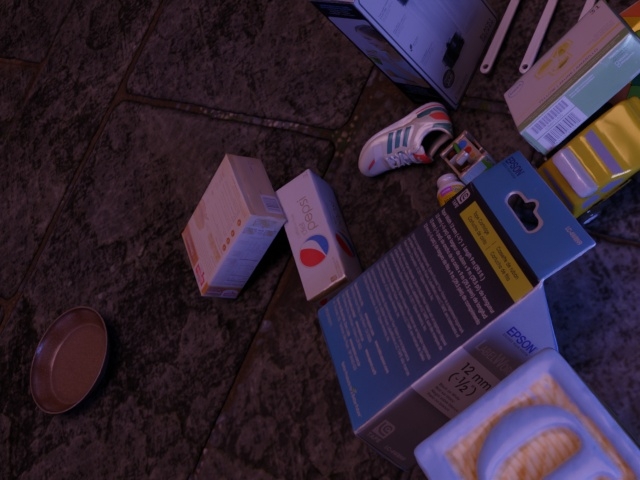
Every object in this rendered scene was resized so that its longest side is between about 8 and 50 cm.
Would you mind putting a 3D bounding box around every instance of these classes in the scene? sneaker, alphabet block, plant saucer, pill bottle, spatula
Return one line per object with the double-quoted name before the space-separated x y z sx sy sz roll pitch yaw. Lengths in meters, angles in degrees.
"sneaker" 0.127 -0.136 1.339 0.161 0.057 0.075 -34 45 16
"alphabet block" 0.250 0.261 0.932 0.192 0.197 0.193 -38 49 9
"plant saucer" -0.442 0.217 1.617 0.199 0.036 0.198 -18 57 31
"pill bottle" 0.189 -0.053 1.258 0.043 0.043 0.083 -32 52 21
"spatula" 0.333 -0.338 1.313 0.168 0.019 0.242 18 81 36

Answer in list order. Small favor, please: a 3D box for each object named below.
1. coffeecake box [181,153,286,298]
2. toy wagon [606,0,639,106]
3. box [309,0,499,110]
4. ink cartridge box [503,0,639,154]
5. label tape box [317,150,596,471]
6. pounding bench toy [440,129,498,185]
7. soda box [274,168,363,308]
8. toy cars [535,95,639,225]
"coffeecake box" -0.143 -0.021 1.440 0.185 0.068 0.142 -56 42 33
"toy wagon" 0.505 -0.213 1.077 0.344 0.068 0.267 11 76 41
"box" 0.127 -0.330 1.280 0.087 0.290 0.169 19 81 42
"ink cartridge box" 0.311 -0.229 1.149 0.171 0.056 0.235 -44 23 24
"label tape box" 0.174 0.079 1.113 0.348 0.115 0.249 -40 30 13
"pounding bench toy" 0.201 -0.118 1.254 0.052 0.083 0.065 -44 49 12
"soda box" 0.000 0.000 1.361 0.074 0.069 0.216 -34 52 20
"toy cars" 0.400 -0.072 1.027 0.394 0.087 0.176 10 108 41
